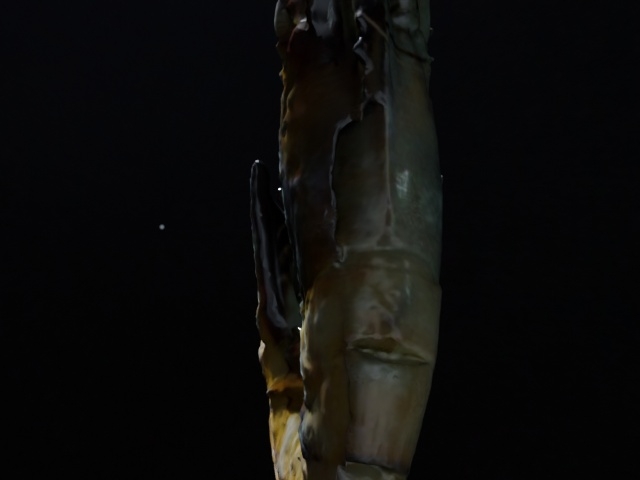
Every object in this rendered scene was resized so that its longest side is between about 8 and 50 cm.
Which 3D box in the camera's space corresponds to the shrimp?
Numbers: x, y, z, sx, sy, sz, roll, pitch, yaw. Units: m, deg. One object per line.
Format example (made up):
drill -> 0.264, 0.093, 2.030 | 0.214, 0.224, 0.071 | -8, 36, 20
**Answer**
shrimp -> 0.008, 0.001, 0.778 | 0.075, 0.178, 0.289 | 0, -107, -18
